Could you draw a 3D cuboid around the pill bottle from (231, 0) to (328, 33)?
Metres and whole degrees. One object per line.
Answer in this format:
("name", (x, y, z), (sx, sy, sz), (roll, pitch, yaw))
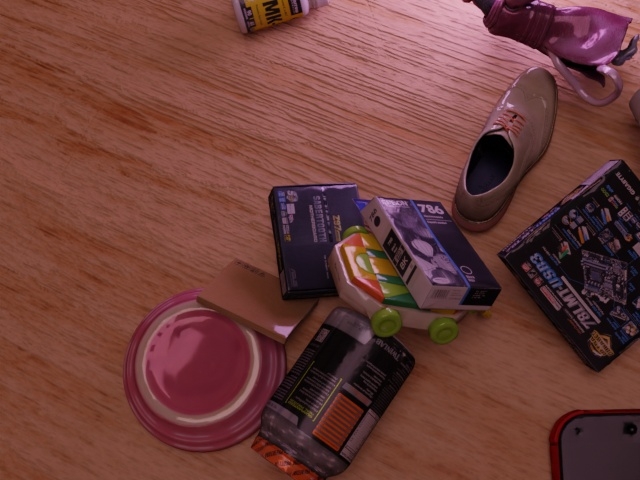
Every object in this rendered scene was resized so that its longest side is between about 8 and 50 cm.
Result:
("pill bottle", (-0.094, -0.548, 2.054), (0.208, 0.119, 0.119), (-17, 71, 0))

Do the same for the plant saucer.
("plant saucer", (-0.235, 0.248, 1.819), (0.332, 0.084, 0.332), (-2, 72, 5))

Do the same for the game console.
("game console", (0.626, 0.479, 1.682), (0.386, 0.060, 0.342), (-2, 76, 5))

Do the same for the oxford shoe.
("oxford shoe", (0.393, -0.209, 1.877), (0.140, 0.146, 0.397), (21, 71, 14))

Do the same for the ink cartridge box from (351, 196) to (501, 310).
("ink cartridge box", (0.197, 0.002, 1.764), (0.165, 0.065, 0.333), (2, 37, -30))

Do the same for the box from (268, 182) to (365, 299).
("box", (0.000, 0.000, 1.867), (0.183, 0.059, 0.233), (-2, 70, -16))

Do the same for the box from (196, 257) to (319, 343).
("box", (-0.123, 0.118, 1.832), (0.201, 0.021, 0.164), (25, 35, 13))

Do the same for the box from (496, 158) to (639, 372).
("box", (0.543, 0.048, 1.748), (0.293, 0.073, 0.295), (-40, 94, 2))

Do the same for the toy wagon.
("toy wagon", (0.186, 0.083, 1.757), (0.344, 0.068, 0.267), (10, 35, -21))

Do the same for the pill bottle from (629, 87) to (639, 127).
("pill bottle", (0.777, -0.148, 1.784), (0.224, 0.224, 0.392), (-22, 70, -2))

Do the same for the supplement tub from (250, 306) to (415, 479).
("supplement tub", (0.020, 0.300, 1.720), (0.193, 0.193, 0.316), (33, 77, 15))

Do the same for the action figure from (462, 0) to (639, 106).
("action figure", (0.449, -0.434, 1.902), (0.370, 0.248, 0.276), (19, 69, -1))
